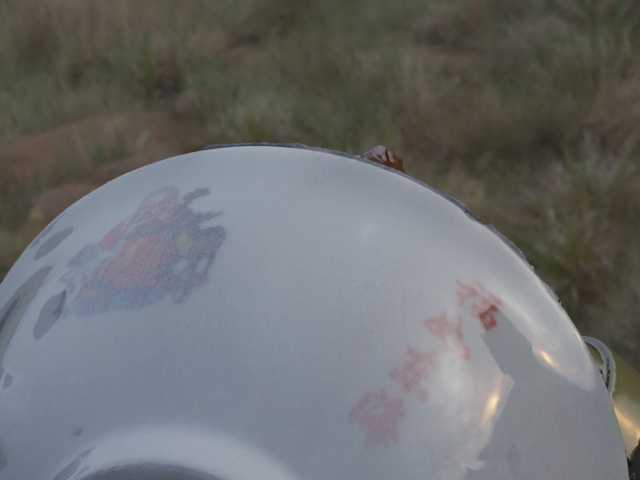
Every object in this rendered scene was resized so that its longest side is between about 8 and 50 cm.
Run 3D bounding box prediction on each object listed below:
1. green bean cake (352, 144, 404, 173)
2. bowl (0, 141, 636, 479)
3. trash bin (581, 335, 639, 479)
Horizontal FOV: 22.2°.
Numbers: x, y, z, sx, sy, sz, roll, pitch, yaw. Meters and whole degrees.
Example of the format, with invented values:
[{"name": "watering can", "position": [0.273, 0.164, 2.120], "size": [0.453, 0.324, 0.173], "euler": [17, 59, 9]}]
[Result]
[{"name": "green bean cake", "position": [0.000, 0.000, 1.343], "size": [0.199, 0.097, 0.233], "euler": [-30, 0, 0]}, {"name": "bowl", "position": [-0.040, 0.136, 0.739], "size": [0.346, 0.345, 0.157], "euler": [-8, 11, 18]}, {"name": "trash bin", "position": [0.200, 0.207, 1.279], "size": [0.214, 0.334, 0.214], "euler": [-39, 21, 18]}]
